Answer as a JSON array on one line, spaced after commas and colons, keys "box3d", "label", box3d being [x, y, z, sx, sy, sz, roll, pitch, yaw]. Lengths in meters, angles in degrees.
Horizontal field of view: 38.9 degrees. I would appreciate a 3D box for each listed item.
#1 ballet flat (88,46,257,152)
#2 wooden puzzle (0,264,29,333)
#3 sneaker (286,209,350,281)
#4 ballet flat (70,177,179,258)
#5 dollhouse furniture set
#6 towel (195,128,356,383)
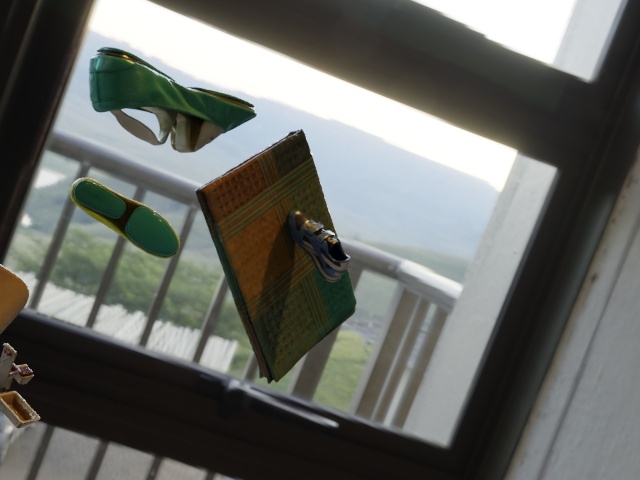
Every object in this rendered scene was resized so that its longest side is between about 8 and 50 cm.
[{"box3d": [-0.173, -0.149, 1.057, 0.083, 0.087, 0.247, 8, -3, 37], "label": "ballet flat"}, {"box3d": [-0.712, 0.104, 1.480, 0.348, 0.322, 0.080, 36, -39, -4], "label": "wooden puzzle"}, {"box3d": [0.000, 0.000, 1.550, 0.144, 0.059, 0.053, 50, 47, 5], "label": "sneaker"}, {"box3d": [-0.370, -0.042, 1.717, 0.231, 0.077, 0.077, 33, -15, -12], "label": "ballet flat"}, {"box3d": [-0.413, 0.197, 1.271, 0.114, 0.081, 0.091, 37, 22, 28], "label": "dollhouse furniture set"}, {"box3d": [-0.065, 0.024, 1.585, 0.040, 0.370, 0.271, 2, 28, 42], "label": "towel"}]
